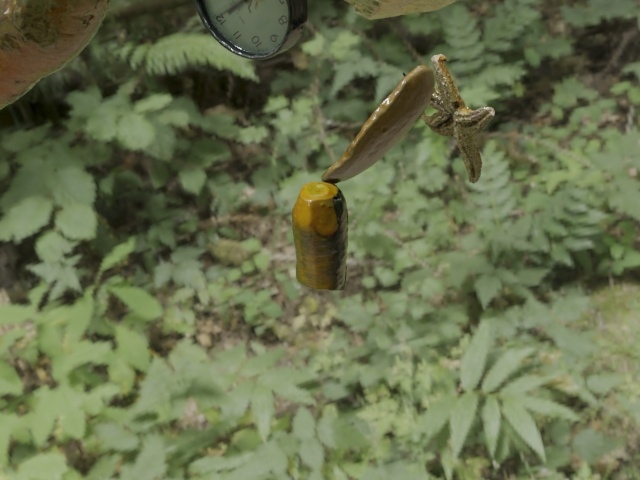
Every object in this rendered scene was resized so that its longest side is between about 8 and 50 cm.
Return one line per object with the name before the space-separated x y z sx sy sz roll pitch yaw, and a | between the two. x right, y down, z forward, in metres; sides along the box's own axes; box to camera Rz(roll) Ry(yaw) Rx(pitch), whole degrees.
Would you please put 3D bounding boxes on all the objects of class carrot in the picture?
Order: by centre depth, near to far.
carrot | -0.364 -0.254 1.309 0.302 0.139 0.139 -32 15 38
carrot | 0.000 0.000 1.504 0.082 0.173 0.082 -1 34 0

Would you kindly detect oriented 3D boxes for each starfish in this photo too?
starfish | 0.204 -0.188 1.644 0.043 0.240 0.227 -28 32 -11

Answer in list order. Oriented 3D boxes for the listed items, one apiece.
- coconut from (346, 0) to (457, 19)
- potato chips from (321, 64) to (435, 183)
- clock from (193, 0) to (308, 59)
coconut | 0.126 -0.517 1.639 0.297 0.309 0.297 -18 -3 -1
potato chips | 0.079 -0.140 1.383 0.201 0.049 0.150 -42 -5 10
clock | -0.101 -0.338 1.484 0.184 0.184 0.040 7 33 38
